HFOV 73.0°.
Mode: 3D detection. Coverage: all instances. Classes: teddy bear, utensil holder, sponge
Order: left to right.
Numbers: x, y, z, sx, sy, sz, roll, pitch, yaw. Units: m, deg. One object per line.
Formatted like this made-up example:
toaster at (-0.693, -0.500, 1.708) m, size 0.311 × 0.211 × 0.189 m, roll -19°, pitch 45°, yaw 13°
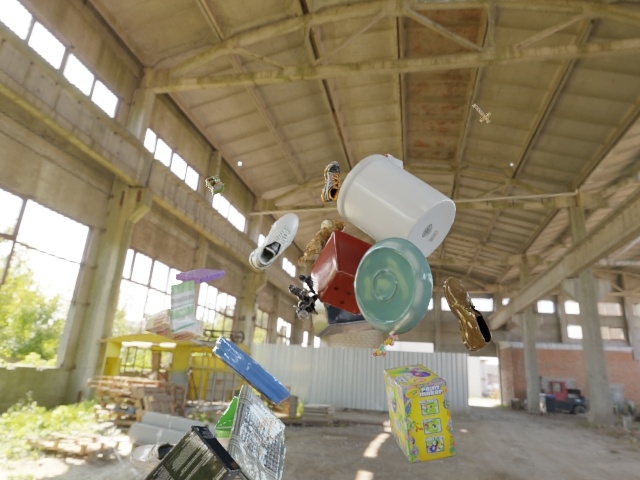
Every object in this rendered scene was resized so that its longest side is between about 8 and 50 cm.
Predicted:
sponge at (-0.517, 0.151, 1.871) m, size 0.117 × 0.031 × 0.210 m, roll 6°, pitch 5°, yaw 15°
teddy bear at (0.000, 0.000, 2.210) m, size 0.113 × 0.338 × 0.245 m, roll 40°, pitch -18°, yaw 3°
utensil holder at (0.315, -0.133, 1.817) m, size 0.385 × 0.327 × 0.328 m, roll 40°, pitch 6°, yaw 35°

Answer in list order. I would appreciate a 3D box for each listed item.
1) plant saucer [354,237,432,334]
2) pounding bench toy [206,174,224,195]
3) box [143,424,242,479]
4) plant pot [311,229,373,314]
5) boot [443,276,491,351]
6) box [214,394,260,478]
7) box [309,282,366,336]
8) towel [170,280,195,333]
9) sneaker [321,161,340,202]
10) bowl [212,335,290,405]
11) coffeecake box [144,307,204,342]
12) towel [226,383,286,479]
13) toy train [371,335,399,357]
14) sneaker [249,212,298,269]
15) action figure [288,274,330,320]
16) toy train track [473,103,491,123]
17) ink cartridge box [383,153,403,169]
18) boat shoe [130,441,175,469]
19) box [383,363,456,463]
plant saucer at (0.217, 0.145, 1.404) m, size 0.044 × 0.317 × 0.318 m, roll 9°, pitch -17°, yaw -41°
pounding bench toy at (-0.442, -0.244, 1.812) m, size 0.052 × 0.065 × 0.083 m, roll -27°, pitch -24°, yaw -29°
box at (-0.394, 0.715, 1.276) m, size 0.184 × 0.261 × 0.103 m, roll 37°, pitch -12°, yaw 27°
plant pot at (0.122, 0.160, 1.890) m, size 0.267 × 0.235 × 0.267 m, roll 23°, pitch -60°, yaw -11°
boot at (0.583, 0.271, 1.696) m, size 0.112 × 0.305 × 0.115 m, roll -9°, pitch -25°, yaw -17°
box at (-0.334, 0.834, 1.858) m, size 0.127 × 0.231 × 0.262 m, roll -5°, pitch 8°, yaw 8°
box at (0.209, 0.369, 2.530) m, size 0.472 × 0.297 × 0.480 m, roll -7°, pitch -18°, yaw -12°
towel at (-0.431, 0.207, 1.362) m, size 0.023 × 0.151 × 0.113 m, roll 2°, pitch 4°, yaw 18°
sneaker at (0.067, -0.294, 2.200) m, size 0.084 × 0.214 × 0.083 m, roll 4°, pitch 8°, yaw -30°
bowl at (-0.303, 0.565, 1.854) m, size 0.391 × 0.077 × 0.391 m, roll 33°, pitch -22°, yaw 16°
coffeecake box at (-0.604, 0.355, 1.797) m, size 0.142 × 0.068 × 0.185 m, roll -22°, pitch -39°, yaw 32°
towel at (-0.216, 0.738, 1.563) m, size 0.056 × 0.312 × 0.324 m, roll -23°, pitch -65°, yaw 13°
toy train at (0.308, 0.485, 1.991) m, size 0.046 × 0.166 × 0.125 m, roll 43°, pitch -10°, yaw 17°
sneaker at (-0.140, 0.001, 1.448) m, size 0.090 × 0.235 × 0.095 m, roll 38°, pitch -21°, yaw -10°
action figure at (-0.051, 0.275, 1.906) m, size 0.141 × 0.164 × 0.275 m, roll 41°, pitch -19°, yaw 34°
toy train track at (0.564, -0.444, 1.519) m, size 0.014 × 0.083 × 0.048 m, roll -37°, pitch -3°, yaw -36°
ink cartridge box at (0.309, -0.260, 2.329) m, size 0.130 × 0.309 × 0.272 m, roll 17°, pitch -28°, yaw -36°
boat shoe at (-0.618, 0.826, 1.682) m, size 0.277 × 0.098 × 0.096 m, roll -3°, pitch -59°, yaw 11°
box at (0.382, 0.672, 1.721) m, size 0.177 × 0.279 × 0.290 m, roll -7°, pitch -3°, yaw -5°
